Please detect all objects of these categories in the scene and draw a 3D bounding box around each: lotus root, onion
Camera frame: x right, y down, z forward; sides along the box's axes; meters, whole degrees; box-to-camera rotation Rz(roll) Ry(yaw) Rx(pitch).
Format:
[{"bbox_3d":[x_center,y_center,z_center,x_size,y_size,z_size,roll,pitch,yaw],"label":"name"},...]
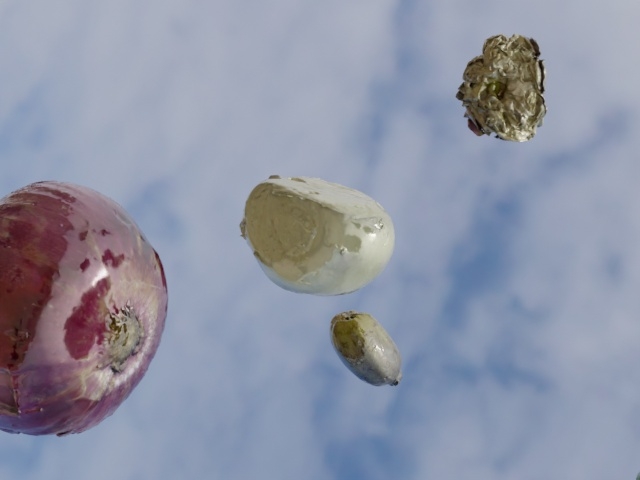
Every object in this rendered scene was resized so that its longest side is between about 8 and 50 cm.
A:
[{"bbox_3d":[0.045,0.106,1.729,0.054,0.099,0.049,9,-125,53],"label":"lotus root"},{"bbox_3d":[-0.186,0.047,1.251,0.177,0.153,0.177,-57,173,-11],"label":"onion"}]

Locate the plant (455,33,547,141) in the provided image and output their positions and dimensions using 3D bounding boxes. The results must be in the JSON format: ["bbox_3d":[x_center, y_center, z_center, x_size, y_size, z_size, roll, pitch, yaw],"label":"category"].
[{"bbox_3d":[0.209,-0.160,1.989,0.104,0.122,0.117,22,-92,20],"label":"plant"}]

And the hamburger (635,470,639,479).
[{"bbox_3d":[0.375,0.189,1.101,0.396,0.395,0.277,-134,-146,-56],"label":"hamburger"}]

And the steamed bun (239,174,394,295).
[{"bbox_3d":[0.000,0.000,1.539,0.130,0.112,0.091,21,-73,36],"label":"steamed bun"}]
